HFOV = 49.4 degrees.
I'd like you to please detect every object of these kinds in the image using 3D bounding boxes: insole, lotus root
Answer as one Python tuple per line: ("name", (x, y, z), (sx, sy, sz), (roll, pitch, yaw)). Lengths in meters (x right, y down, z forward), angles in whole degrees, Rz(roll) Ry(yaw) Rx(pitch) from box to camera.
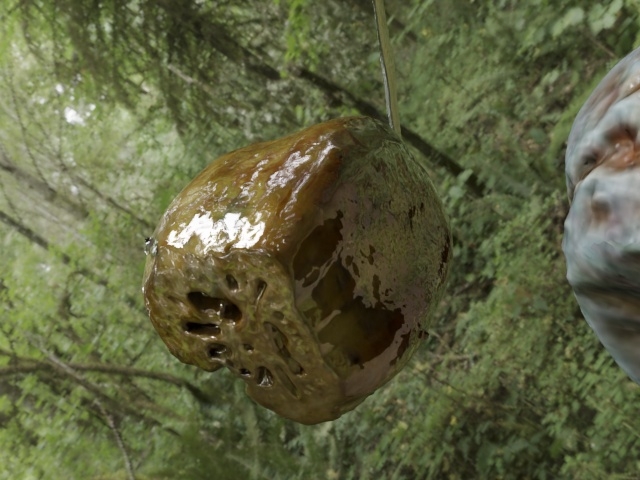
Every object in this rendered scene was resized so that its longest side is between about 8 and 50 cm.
("insole", (0.076, -0.169, 0.754), (0.081, 0.011, 0.247), (-67, -31, -65))
("lotus root", (-0.006, 0.005, 0.502), (0.193, 0.193, 0.291), (-51, -3, 29))

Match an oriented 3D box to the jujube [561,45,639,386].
("jujube", (0.255, -0.005, 0.308), (0.215, 0.246, 0.308), (-46, 43, -13))
